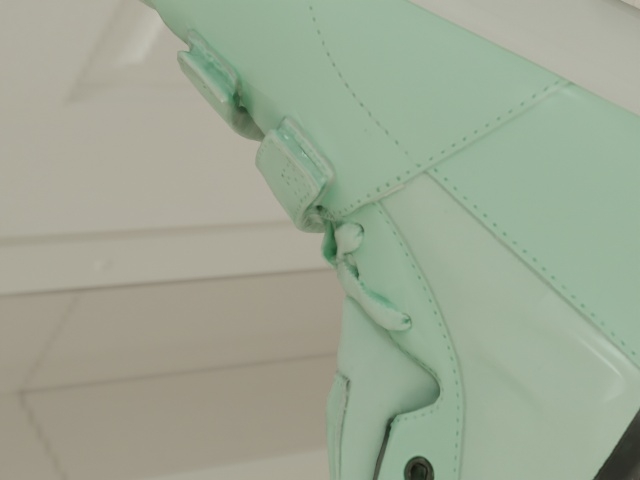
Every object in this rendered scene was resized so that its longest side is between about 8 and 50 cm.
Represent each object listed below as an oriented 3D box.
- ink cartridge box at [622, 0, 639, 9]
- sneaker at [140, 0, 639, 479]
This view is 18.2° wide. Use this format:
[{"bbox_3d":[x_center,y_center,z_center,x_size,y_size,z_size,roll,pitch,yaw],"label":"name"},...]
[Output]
[{"bbox_3d":[0.102,-0.136,0.891,0.082,0.140,0.190,-59,37,26],"label":"ink cartridge box"},{"bbox_3d":[0.000,0.000,0.443,0.256,0.094,0.151,29,98,17],"label":"sneaker"}]
